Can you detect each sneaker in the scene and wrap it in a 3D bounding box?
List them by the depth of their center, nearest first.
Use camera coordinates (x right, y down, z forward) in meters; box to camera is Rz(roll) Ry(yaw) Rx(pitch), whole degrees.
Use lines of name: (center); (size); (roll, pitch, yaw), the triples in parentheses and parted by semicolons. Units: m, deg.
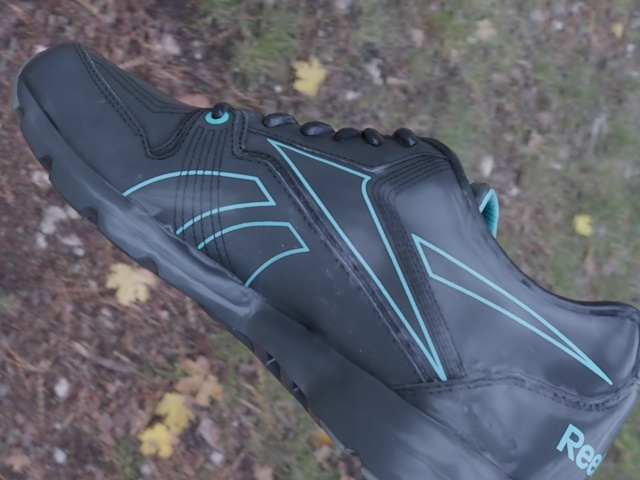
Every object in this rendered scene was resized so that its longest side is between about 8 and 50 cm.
sneaker: (0.000, 0.000, 0.534); (0.106, 0.267, 0.101); (-51, 164, 0)
